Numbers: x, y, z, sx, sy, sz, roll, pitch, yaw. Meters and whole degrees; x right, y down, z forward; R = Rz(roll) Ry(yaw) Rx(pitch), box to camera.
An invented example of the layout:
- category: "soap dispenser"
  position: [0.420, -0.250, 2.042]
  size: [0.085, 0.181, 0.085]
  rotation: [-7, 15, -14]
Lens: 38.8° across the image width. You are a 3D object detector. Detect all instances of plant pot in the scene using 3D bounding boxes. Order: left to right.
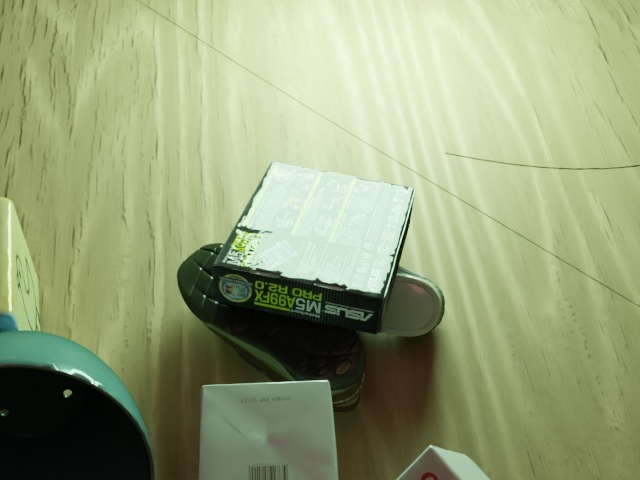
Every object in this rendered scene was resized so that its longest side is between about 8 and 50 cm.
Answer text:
- category: "plant pot"
  position: [-0.338, 0.216, 1.032]
  size: [0.290, 0.290, 0.195]
  rotation: [-8, 25, -9]

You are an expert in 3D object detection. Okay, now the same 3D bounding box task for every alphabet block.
- category: "alphabet block"
  position: [-0.475, 0.086, 1.171]
  size: [0.193, 0.192, 0.197]
  rotation: [-8, 51, -11]

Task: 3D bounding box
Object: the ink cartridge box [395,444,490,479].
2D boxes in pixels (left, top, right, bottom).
- category: "ink cartridge box"
  position: [0.098, 0.374, 0.906]
  size: [0.278, 0.117, 0.201]
  rotation: [-47, 59, 4]

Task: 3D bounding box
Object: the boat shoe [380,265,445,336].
- category: "boat shoe"
  position: [0.022, 0.064, 1.286]
  size: [0.319, 0.116, 0.099]
  rotation: [13, 7, 18]

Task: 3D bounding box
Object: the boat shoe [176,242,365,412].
- category: "boat shoe"
  position: [-0.069, 0.123, 1.199]
  size: [0.122, 0.120, 0.324]
  rotation: [-38, 51, -21]

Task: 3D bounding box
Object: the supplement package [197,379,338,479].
- category: "supplement package"
  position: [-0.054, 0.275, 0.983]
  size: [0.139, 0.244, 0.134]
  rotation: [-2, 49, -3]

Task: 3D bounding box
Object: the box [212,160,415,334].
- category: "box"
  position: [0.000, 0.000, 1.204]
  size: [0.216, 0.060, 0.270]
  rotation: [10, 35, 8]
